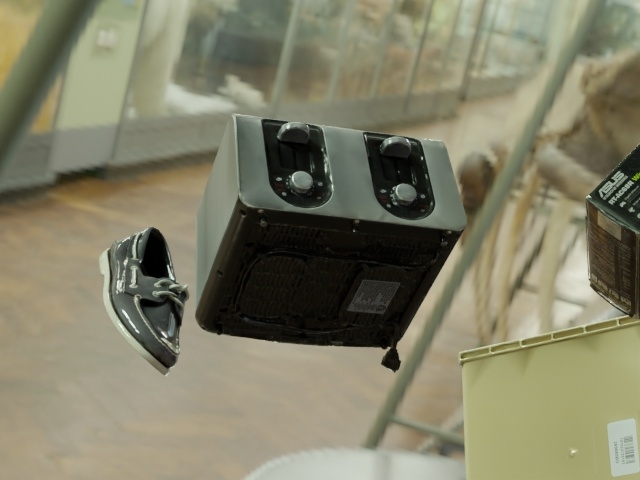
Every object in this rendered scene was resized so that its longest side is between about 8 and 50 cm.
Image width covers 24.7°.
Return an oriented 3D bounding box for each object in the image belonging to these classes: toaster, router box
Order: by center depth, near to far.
[{"bbox_3d":[0.197,-0.028,0.793,0.038,0.122,0.092,38,-18,30],"label":"router box"},{"bbox_3d":[0.000,0.000,1.073,0.168,0.186,0.110,6,51,-15],"label":"toaster"}]

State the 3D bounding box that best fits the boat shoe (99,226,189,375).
[{"bbox_3d":[-0.159,0.049,1.369,0.075,0.065,0.206,47,7,-31],"label":"boat shoe"}]

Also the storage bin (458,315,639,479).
[{"bbox_3d":[0.278,0.226,1.465,0.260,0.262,0.123,-15,-29,32],"label":"storage bin"}]
